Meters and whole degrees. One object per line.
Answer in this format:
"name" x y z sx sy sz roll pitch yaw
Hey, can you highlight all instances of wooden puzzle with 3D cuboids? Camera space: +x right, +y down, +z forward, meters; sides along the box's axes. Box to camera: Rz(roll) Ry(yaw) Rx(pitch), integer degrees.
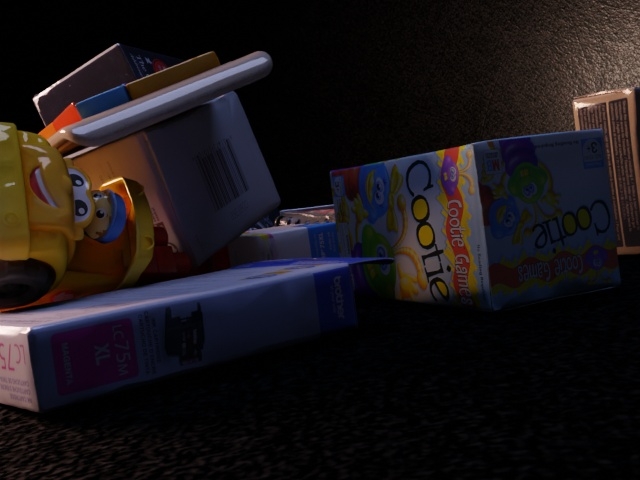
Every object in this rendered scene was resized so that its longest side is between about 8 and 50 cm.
"wooden puzzle" -0.192 -0.133 0.865 0.221 0.044 0.239 -30 15 -32

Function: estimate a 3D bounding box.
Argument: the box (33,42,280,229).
"box" -0.248 -0.118 1.417 0.179 0.343 0.312 -28 -3 17

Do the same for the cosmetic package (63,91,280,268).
"cosmetic package" -0.270 -0.029 1.013 0.385 0.156 0.217 -15 14 26

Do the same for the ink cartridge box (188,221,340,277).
"ink cartridge box" -0.104 0.030 1.102 0.231 0.078 0.134 -9 4 -32

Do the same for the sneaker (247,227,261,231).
"sneaker" -0.164 0.047 1.207 0.209 0.069 0.082 -18 -25 -27

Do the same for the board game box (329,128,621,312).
"board game box" 0.137 -0.019 0.844 0.144 0.142 0.275 -9 3 -24

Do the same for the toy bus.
"toy bus" -0.216 0.005 0.771 0.211 0.149 0.220 -1 -30 -25

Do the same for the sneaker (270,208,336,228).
"sneaker" 0.000 0.001 1.240 0.135 0.097 0.276 -8 1 -20

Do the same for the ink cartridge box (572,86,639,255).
"ink cartridge box" 0.422 -0.091 1.051 0.235 0.193 0.088 -10 4 -37

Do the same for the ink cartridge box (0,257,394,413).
"ink cartridge box" -0.109 0.062 0.674 0.311 0.065 0.186 -13 5 -39

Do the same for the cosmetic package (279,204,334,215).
"cosmetic package" 0.060 -0.016 1.411 0.239 0.099 0.060 -6 1 7
